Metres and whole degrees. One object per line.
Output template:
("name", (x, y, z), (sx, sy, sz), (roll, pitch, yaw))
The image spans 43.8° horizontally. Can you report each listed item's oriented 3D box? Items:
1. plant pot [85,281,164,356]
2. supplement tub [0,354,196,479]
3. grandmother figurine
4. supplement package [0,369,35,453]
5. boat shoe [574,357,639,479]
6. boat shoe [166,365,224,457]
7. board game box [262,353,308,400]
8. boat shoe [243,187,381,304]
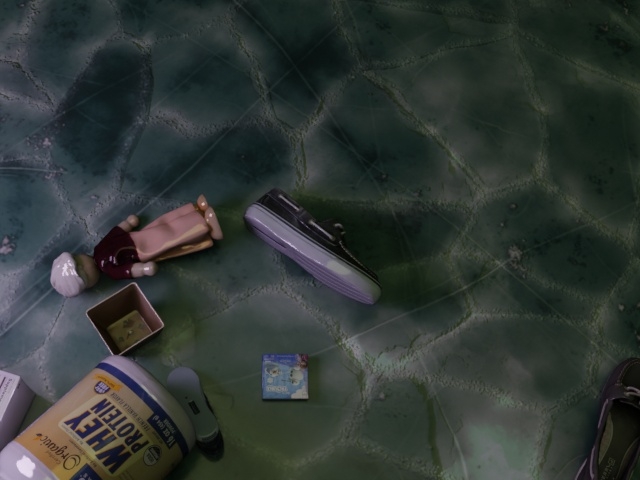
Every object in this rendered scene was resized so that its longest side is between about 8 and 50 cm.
("plant pot", (-0.371, 0.165, 1.537), (0.109, 0.096, 0.109), (-33, 75, -17))
("supplement tub", (-0.394, 0.376, 1.354), (0.228, 0.228, 0.316), (40, 60, 10))
("grandmother figurine", (-0.369, 0.021, 1.586), (0.342, 0.208, 0.104), (-23, 116, -13))
("supplement package", (-0.666, 0.285, 1.430), (0.244, 0.139, 0.134), (17, 65, 2))
("boat shoe", (0.596, 0.374, 1.559), (0.112, 0.095, 0.335), (28, 67, 5))
("boat shoe", (-0.238, 0.326, 1.507), (0.065, 0.083, 0.183), (-22, 45, -15))
("board game box", (-0.070, 0.269, 1.569), (0.090, 0.020, 0.090), (1, 69, -6))
("boat shoe", (0.000, 0.000, 1.633), (0.335, 0.121, 0.119), (35, 72, 11))
